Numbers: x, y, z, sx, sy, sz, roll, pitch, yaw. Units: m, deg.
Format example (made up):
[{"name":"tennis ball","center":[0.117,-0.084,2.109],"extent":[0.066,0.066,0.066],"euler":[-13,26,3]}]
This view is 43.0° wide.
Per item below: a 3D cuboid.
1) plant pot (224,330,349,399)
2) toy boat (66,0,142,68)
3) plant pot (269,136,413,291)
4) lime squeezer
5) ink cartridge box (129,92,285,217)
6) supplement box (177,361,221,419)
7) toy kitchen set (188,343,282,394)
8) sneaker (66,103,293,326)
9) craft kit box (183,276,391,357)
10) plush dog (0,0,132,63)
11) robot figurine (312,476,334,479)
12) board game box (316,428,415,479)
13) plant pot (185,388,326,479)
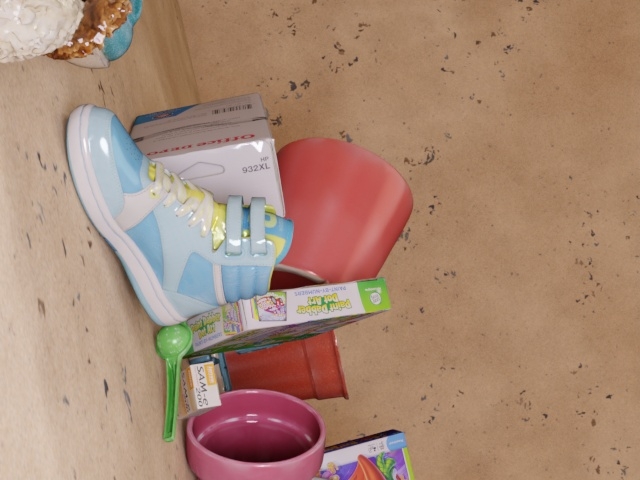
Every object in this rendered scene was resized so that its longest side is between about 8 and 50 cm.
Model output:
[{"name":"plant pot","center":[-0.098,0.241,1.754],"extent":[0.272,0.265,0.272],"euler":[167,-90,-87]},{"name":"toy boat","center":[-0.260,-0.362,0.863],"extent":[0.267,0.148,0.318],"euler":[81,-4,-63]},{"name":"plant pot","center":[0.000,0.000,1.410],"extent":[0.275,0.275,0.243],"euler":[80,26,-56]},{"name":"lime squeezer","center":[-0.209,0.109,1.100],"extent":[0.110,0.059,0.310],"euler":[102,-24,-84]},{"name":"ink cartridge box","center":[-0.184,-0.124,1.293],"extent":[0.307,0.223,0.129],"euler":[-108,-172,-67]},{"name":"supplement box","center":[-0.176,0.211,1.135],"extent":[0.098,0.036,0.062],"euler":[-38,-119,56]},{"name":"toy kitchen set","center":[-0.144,0.205,1.460],"extent":[0.207,0.166,0.122],"euler":[87,-11,-79]},{"name":"sneaker","center":[-0.150,-0.043,0.964],"extent":[0.127,0.208,0.319],"euler":[-92,166,-48]},{"name":"craft kit box","center":[-0.066,0.118,1.213],"extent":[0.250,0.247,0.060],"euler":[-28,-112,53]},{"name":"plush dog","center":[-0.227,-0.238,0.564],"extent":[0.262,0.211,0.225],"euler":[0,91,-64]},{"name":"robot figurine","center":[-0.006,0.561,1.405],"extent":[0.353,0.200,0.299],"euler":[27,50,-45]},{"name":"board game box","center":[0.021,0.534,1.613],"extent":[0.078,0.347,0.233],"euler":[147,-69,-75]},{"name":"plant pot","center":[-0.099,0.347,1.202],"extent":[0.201,0.202,0.180],"euler":[-109,-157,-68]}]
